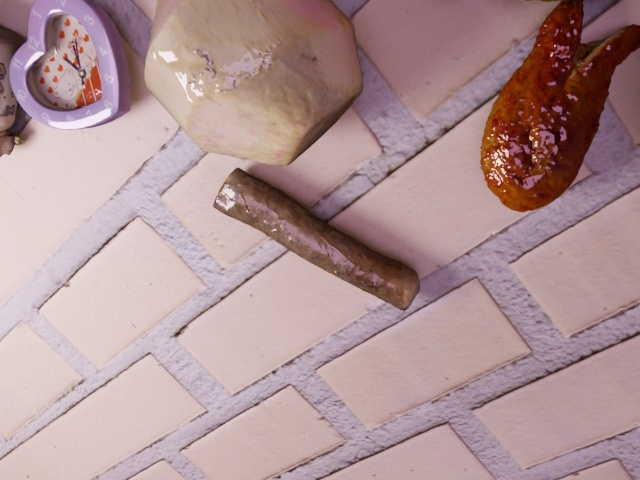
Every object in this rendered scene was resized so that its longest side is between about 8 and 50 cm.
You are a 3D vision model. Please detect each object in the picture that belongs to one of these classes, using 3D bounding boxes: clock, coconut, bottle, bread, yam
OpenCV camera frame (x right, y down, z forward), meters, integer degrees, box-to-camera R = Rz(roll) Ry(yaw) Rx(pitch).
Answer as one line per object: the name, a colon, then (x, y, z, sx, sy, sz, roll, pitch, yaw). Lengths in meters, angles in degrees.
clock: (-0.357, -0.251, 0.638, 0.172, 0.064, 0.198, 38, 113, -6)
coconut: (-0.085, -0.217, 0.513, 0.259, 0.259, 0.259, 4, 112, 9)
bottle: (-0.526, -0.226, 0.667, 0.110, 0.097, 0.209, 10, 119, -30)
bread: (0.296, -0.165, 0.538, 0.139, 0.095, 0.269, 21, 110, -6)
yam: (0.000, 0.000, 0.671, 0.357, 0.081, 0.081, 29, 114, -3)
